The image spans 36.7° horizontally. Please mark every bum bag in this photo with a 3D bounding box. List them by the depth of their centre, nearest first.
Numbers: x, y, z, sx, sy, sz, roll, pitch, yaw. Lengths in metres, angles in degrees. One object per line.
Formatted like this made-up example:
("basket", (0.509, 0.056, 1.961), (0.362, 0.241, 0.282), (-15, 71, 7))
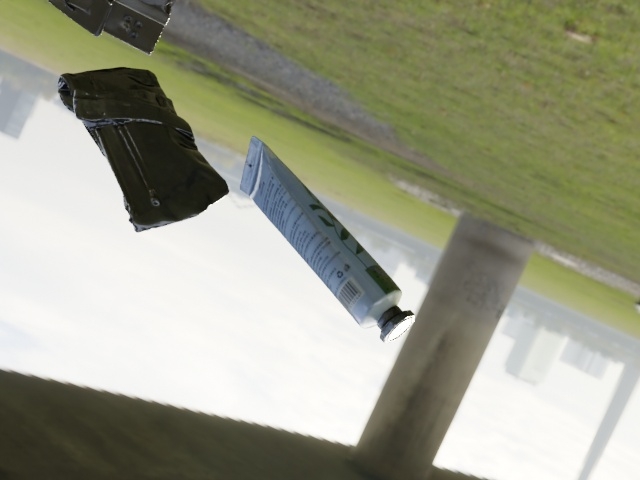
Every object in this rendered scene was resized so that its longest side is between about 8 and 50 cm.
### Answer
("bum bag", (-0.200, -0.109, 1.082), (0.123, 0.060, 0.248), (-13, -121, -29))

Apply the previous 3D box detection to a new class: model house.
("model house", (-0.314, -0.414, 1.404), (0.243, 0.211, 0.204), (25, -162, -15))

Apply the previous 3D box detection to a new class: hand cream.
("hand cream", (0.000, 0.000, 1.056), (0.058, 0.091, 0.271), (-27, -118, -31))
